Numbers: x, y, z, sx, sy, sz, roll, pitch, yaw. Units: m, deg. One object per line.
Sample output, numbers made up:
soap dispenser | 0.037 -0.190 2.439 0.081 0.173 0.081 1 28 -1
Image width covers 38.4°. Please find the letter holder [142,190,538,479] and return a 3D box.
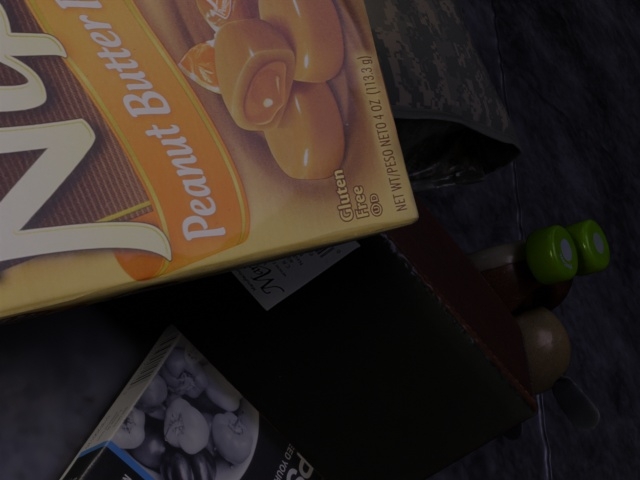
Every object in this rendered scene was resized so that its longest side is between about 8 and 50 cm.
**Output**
letter holder | 0.000 0.000 0.668 0.302 0.152 0.214 48 22 -13

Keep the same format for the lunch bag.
lunch bag | 0.053 -0.169 0.868 0.287 0.169 0.235 -1 65 -45

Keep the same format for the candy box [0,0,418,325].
candy box | -0.120 -0.061 0.415 0.316 0.087 0.183 -13 87 -32

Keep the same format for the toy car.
toy car | 0.200 0.092 0.881 0.149 0.155 0.189 -7 80 -51

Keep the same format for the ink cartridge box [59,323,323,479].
ink cartridge box | -0.062 0.183 0.589 0.208 0.045 0.206 48 36 -15
